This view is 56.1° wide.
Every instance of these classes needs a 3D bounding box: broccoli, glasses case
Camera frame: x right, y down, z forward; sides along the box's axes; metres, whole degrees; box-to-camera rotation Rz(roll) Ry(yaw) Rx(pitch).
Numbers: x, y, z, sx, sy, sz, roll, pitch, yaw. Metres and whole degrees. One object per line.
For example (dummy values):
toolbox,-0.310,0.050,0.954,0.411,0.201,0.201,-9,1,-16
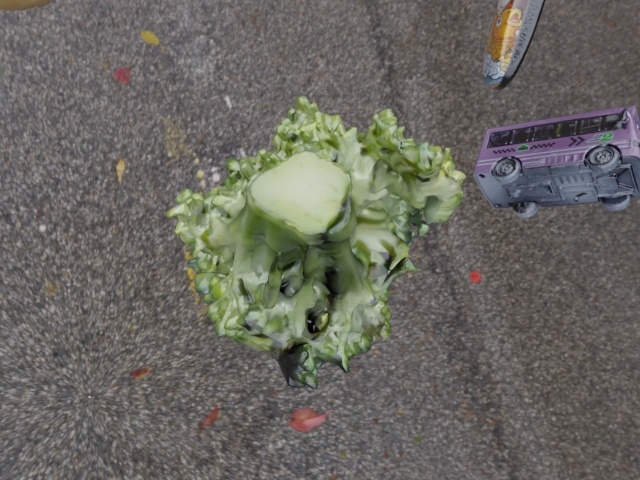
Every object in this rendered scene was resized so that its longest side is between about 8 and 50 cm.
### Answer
broccoli,0.000,0.000,0.507,0.263,0.243,0.247,-3,79,0
glasses case,0.405,-0.472,1.231,0.082,0.122,0.321,15,101,0

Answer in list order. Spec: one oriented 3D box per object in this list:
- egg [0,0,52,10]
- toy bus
egg,-0.518,-0.481,0.979,0.244,0.201,0.201,-19,84,-24
toy bus,0.274,-0.092,0.684,0.087,0.178,0.098,46,53,-41
